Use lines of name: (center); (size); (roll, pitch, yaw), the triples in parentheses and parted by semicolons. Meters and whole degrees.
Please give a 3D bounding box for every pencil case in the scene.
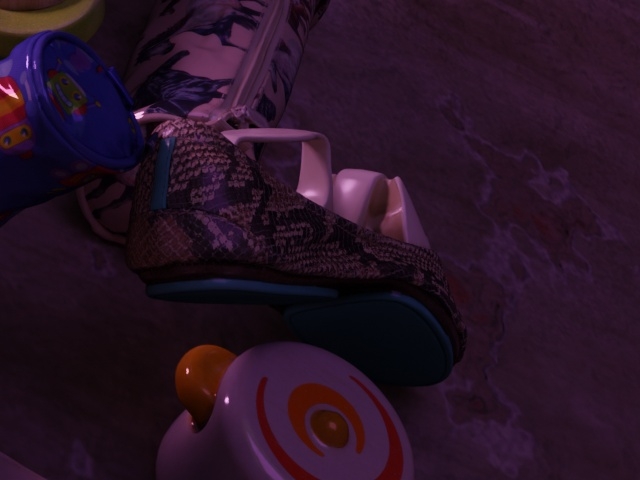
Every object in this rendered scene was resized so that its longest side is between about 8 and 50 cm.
pencil case: (-0.095, -0.161, 1.811); (0.160, 0.183, 0.410); (53, 31, -27)
pencil case: (-0.269, -0.049, 1.461); (0.119, 0.306, 0.133); (63, 30, 2)

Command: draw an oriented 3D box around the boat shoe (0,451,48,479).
boat shoe: (-0.220, 0.251, 1.383); (0.341, 0.158, 0.127); (17, 42, 12)

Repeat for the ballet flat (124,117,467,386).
ballet flat: (0.000, 0.000, 1.633); (0.483, 0.164, 0.182); (26, 62, -58)

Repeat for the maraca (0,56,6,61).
maraca: (-0.275, -0.214, 1.771); (0.127, 0.099, 0.185); (-4, 67, -14)

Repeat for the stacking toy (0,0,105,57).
stacking toy: (-0.309, -0.305, 1.683); (0.280, 0.130, 0.309); (13, 50, 7)

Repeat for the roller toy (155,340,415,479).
roller toy: (-0.026, 0.185, 1.578); (0.191, 0.146, 0.209); (3, 53, -41)
